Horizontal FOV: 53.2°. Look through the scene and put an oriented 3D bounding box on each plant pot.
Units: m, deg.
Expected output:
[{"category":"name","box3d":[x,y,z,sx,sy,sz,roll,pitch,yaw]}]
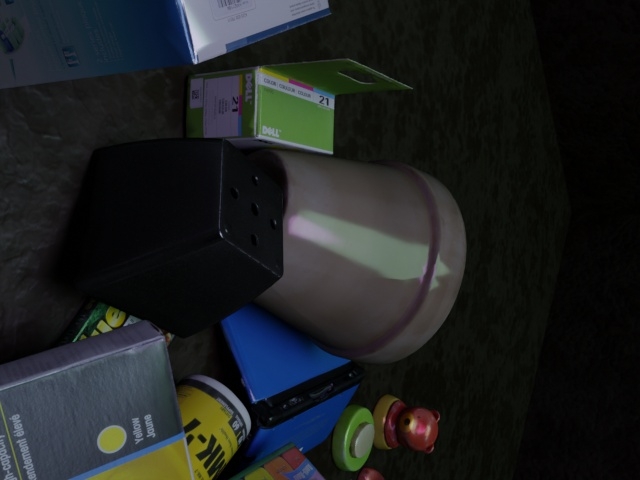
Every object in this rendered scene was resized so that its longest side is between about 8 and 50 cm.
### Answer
[{"category":"plant pot","box3d":[-0.145,-0.013,0.746,0.187,0.167,0.188,40,41,-51]},{"category":"plant pot","box3d":[0.000,0.000,0.937,0.280,0.323,0.323,21,74,-38]}]

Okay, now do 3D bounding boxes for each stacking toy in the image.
[{"category":"stacking toy","box3d":[0.136,0.478,1.314,0.279,0.130,0.308,27,70,-56]}]

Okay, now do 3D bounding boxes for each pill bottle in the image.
[{"category":"pill bottle","box3d":[-0.189,0.279,0.796,0.208,0.119,0.119,-50,132,-43]}]

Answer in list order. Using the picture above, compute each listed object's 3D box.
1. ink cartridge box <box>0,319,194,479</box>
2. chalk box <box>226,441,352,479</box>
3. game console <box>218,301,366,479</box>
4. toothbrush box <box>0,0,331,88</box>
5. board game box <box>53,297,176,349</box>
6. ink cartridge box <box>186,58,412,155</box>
[{"category":"ink cartridge box","box3d":[-0.271,0.264,0.600,0.307,0.072,0.303,-17,108,-31]},{"category":"chalk box","box3d":[-0.067,0.401,0.823,0.180,0.179,0.289,-5,132,-58]},{"category":"game console","box3d":[-0.072,0.235,1.062,0.293,0.173,0.250,-6,128,-57]},{"category":"toothbrush box","box3d":[-0.176,-0.238,0.608,0.216,0.296,0.126,-42,128,-49]},{"category":"board game box","box3d":[-0.252,0.138,0.770,0.136,0.030,0.259,57,47,-40]},{"category":"ink cartridge box","box3d":[-0.030,-0.174,0.878,0.189,0.255,0.097,1,92,-57]}]
